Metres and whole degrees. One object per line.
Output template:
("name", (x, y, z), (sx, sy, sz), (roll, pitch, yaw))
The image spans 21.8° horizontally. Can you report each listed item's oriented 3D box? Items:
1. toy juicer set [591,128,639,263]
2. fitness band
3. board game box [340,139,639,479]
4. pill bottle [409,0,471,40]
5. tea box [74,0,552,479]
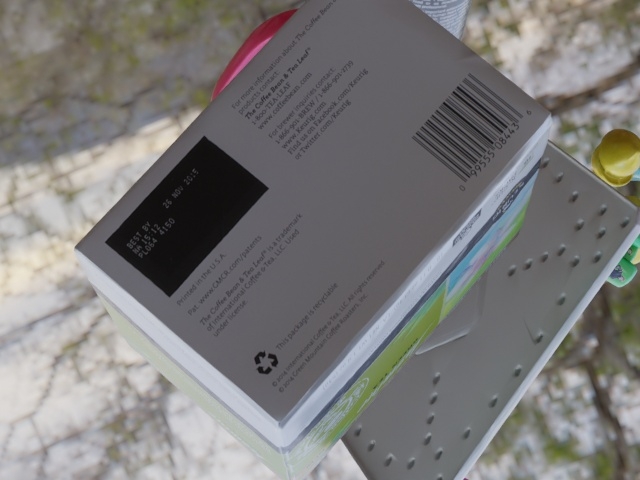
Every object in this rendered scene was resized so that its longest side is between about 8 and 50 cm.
("toy juicer set", (0.388, -0.108, 1.824), (0.209, 0.089, 0.329), (18, 131, -45))
("fitness band", (-0.028, -0.202, 2.269), (0.291, 0.209, 0.054), (-49, -154, 42))
("board game box", (0.152, 0.071, 1.755), (0.390, 0.050, 0.390), (-55, -153, 8))
("pill bottle", (0.145, -0.376, 2.412), (0.161, 0.161, 0.283), (-27, 151, -26))
("tea box", (0.000, 0.000, 1.406), (0.329, 0.220, 0.323), (-48, 169, -11))
